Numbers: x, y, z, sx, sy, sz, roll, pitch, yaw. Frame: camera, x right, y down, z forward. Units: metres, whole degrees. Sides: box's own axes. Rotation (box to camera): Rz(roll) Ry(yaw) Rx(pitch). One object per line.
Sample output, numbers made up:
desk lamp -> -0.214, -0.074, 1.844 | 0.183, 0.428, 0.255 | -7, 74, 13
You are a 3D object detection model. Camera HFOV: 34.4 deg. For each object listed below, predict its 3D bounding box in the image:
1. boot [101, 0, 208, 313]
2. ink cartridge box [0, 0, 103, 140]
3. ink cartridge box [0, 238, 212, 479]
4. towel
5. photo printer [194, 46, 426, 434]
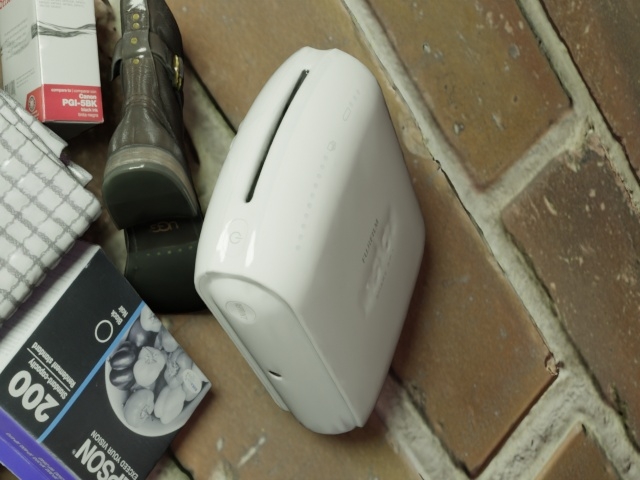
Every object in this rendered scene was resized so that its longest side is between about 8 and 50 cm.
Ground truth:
boot -> -0.139, -0.081, 0.931 | 0.091, 0.263, 0.229 | -5, 54, -3
ink cartridge box -> -0.234, -0.159, 0.891 | 0.056, 0.099, 0.135 | -3, 87, -34
ink cartridge box -> -0.206, 0.141, 0.870 | 0.208, 0.045, 0.206 | -55, 136, -25
towel -> -0.339, -0.041, 0.775 | 0.283, 0.121, 0.235 | 43, 76, -21
photo printer -> 0.000, 0.000, 0.933 | 0.307, 0.107, 0.256 | 65, 40, -52
